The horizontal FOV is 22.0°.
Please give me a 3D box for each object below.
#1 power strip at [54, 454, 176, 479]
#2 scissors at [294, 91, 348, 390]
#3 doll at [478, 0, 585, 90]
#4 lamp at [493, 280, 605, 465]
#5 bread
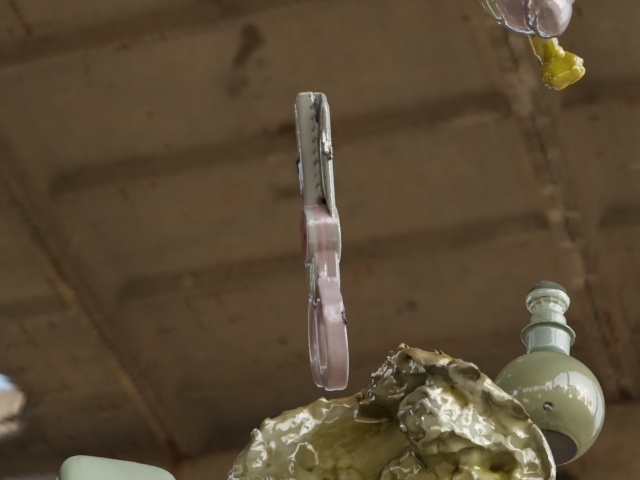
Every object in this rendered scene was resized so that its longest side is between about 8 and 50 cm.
[{"bbox_3d":[-0.212,0.314,1.519,0.193,0.265,0.059,13,-49,-25],"label":"power strip"},{"bbox_3d":[0.000,0.000,1.339,0.030,0.242,0.118,-4,-2,-8],"label":"scissors"},{"bbox_3d":[0.132,-0.265,1.346,0.094,0.160,0.365,-37,-38,11],"label":"doll"},{"bbox_3d":[0.180,0.099,1.313,0.091,0.163,0.091,3,-41,3],"label":"lamp"},{"bbox_3d":[0.003,0.194,0.915,0.314,0.171,0.192,-45,-32,7],"label":"bread"}]
